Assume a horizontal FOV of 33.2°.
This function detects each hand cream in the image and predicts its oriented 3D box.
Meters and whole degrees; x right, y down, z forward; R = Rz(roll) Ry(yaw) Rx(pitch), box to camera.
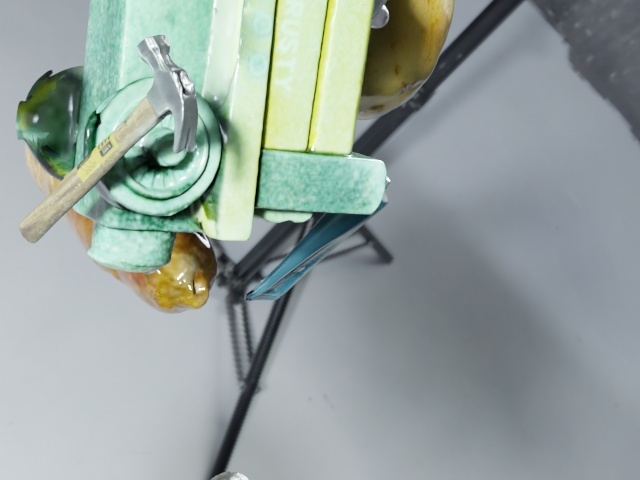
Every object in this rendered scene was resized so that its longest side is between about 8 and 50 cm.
[{"bbox_3d":[0.000,0.000,1.294,0.048,0.224,0.083,51,20,17],"label":"hand cream"}]

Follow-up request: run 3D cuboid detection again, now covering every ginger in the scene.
[{"bbox_3d":[-0.220,-0.109,1.165,0.176,0.254,0.418,-14,29,-20],"label":"ginger"}]

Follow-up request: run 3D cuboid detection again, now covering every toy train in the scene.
[{"bbox_3d":[-0.064,-0.171,0.763,0.253,0.160,0.397,1,100,-33],"label":"toy train"}]

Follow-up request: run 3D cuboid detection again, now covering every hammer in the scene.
[{"bbox_3d":[-0.130,-0.044,0.634,0.017,0.182,0.062,-19,76,-50],"label":"hammer"}]

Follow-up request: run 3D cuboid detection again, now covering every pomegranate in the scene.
[{"bbox_3d":[0.013,-0.316,1.373,0.333,0.332,0.332,19,51,-25],"label":"pomegranate"}]

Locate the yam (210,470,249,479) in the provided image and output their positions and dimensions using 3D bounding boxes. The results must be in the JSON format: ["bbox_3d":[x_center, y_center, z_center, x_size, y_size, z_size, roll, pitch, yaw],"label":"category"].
[{"bbox_3d":[-0.128,0.300,1.128,0.061,0.061,0.274,52,9,6],"label":"yam"}]

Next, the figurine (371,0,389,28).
[{"bbox_3d":[-0.014,-0.341,1.019,0.211,0.361,0.253,11,47,0],"label":"figurine"}]
